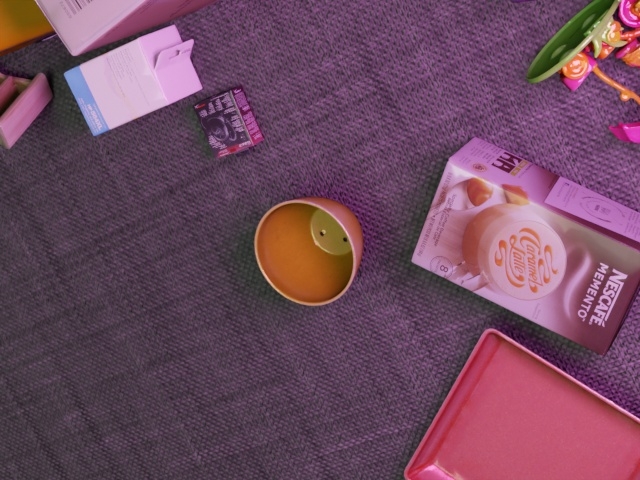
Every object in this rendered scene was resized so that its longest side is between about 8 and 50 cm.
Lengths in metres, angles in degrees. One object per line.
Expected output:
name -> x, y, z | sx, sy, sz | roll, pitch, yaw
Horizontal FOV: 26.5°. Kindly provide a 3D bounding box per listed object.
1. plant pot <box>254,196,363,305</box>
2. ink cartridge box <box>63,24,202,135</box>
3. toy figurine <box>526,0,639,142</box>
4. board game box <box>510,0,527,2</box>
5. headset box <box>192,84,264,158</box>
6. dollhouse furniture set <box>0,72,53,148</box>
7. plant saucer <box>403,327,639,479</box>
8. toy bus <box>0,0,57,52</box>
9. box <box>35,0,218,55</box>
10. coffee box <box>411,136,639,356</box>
plant pot -> 0.000, 0.000, 1.665 | 0.134, 0.095, 0.134 | 10, 114, 23
ink cartridge box -> -0.226, -0.203, 1.698 | 0.143, 0.092, 0.090 | -18, 101, 31
toy figurine -> 0.335, -0.179, 1.443 | 0.159, 0.130, 0.173 | 43, 98, -10
board game box -> 0.345, -0.346, 1.294 | 0.346, 0.056, 0.208 | -2, 81, 26
headset box -> -0.114, -0.144, 1.702 | 0.062, 0.032, 0.083 | -18, 102, 31
dollhouse furniture set -> -0.469, -0.253, 1.736 | 0.161, 0.212, 0.242 | 13, 141, 23
plant saucer -> 0.266, 0.261, 1.666 | 0.258, 0.047, 0.259 | 32, 121, 12
toy bus -> -0.381, -0.276, 1.613 | 0.130, 0.332, 0.108 | -6, 109, 59
box -> -0.176, -0.318, 1.500 | 0.148, 0.311, 0.121 | -31, 94, 32
coffee box -> 0.247, 0.004, 1.544 | 0.246, 0.098, 0.141 | 26, 119, 15
